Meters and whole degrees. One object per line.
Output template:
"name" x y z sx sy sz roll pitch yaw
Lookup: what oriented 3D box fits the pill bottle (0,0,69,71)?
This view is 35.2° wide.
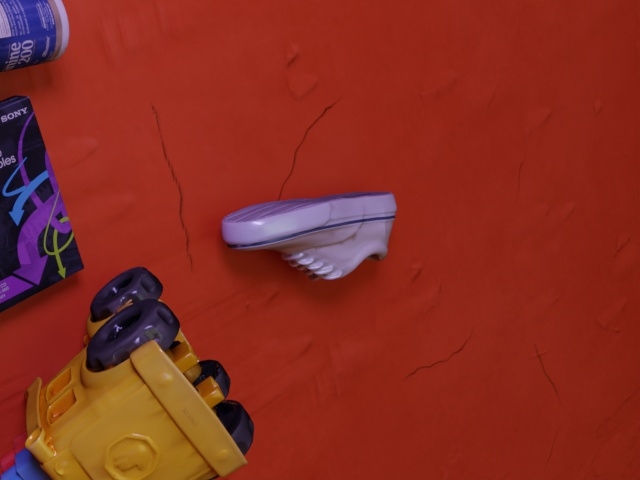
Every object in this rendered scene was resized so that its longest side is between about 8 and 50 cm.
"pill bottle" -0.264 -0.164 0.792 0.120 0.067 0.067 -23 113 -43

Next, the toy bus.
"toy bus" -0.186 0.150 0.865 0.211 0.220 0.149 -36 113 -3

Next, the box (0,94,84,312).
"box" -0.270 -0.026 0.836 0.116 0.029 0.162 -33 118 -40

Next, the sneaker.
"sneaker" 0.000 0.000 1.087 0.258 0.094 0.091 -9 98 -47
